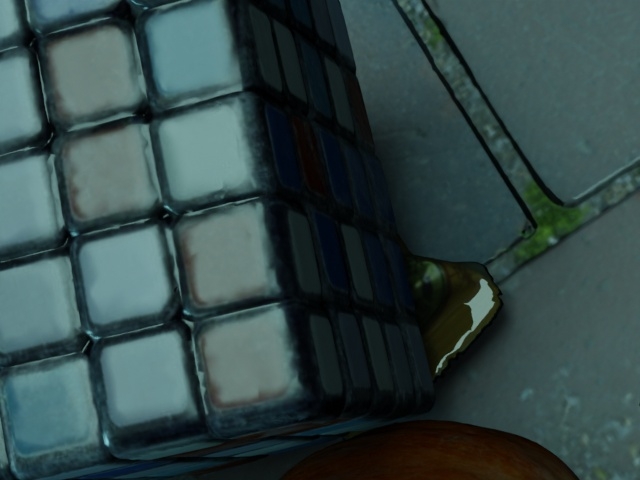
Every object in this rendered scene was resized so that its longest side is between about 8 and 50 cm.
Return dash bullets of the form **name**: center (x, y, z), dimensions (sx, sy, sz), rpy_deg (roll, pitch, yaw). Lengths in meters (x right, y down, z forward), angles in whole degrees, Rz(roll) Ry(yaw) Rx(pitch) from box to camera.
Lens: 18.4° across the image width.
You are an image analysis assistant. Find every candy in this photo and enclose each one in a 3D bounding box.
- **candy**: center (0.000, 0.000, 1.314), dimensions (0.143, 0.101, 0.271), rpy_deg (-44, 63, 10)

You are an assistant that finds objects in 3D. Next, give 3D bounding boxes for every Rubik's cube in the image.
- **Rubik's cube**: center (-0.123, -0.004, 1.145), dimensions (0.292, 0.287, 0.293), rpy_deg (-13, 81, 14)

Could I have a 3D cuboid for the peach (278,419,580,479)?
- **peach**: center (0.040, 0.216, 1.132), dimensions (0.257, 0.232, 0.232), rpy_deg (1, 69, 27)
